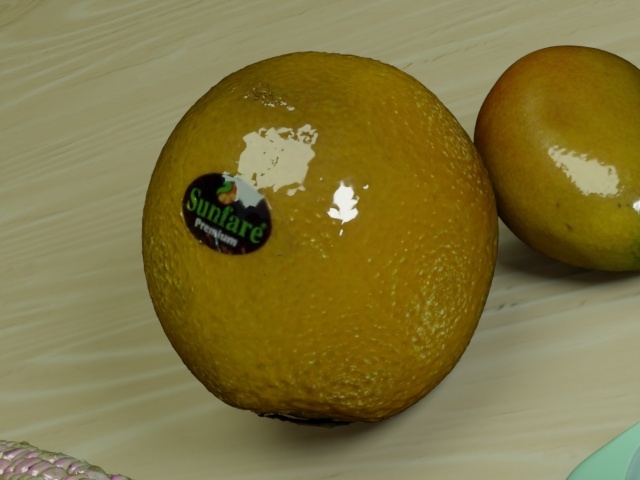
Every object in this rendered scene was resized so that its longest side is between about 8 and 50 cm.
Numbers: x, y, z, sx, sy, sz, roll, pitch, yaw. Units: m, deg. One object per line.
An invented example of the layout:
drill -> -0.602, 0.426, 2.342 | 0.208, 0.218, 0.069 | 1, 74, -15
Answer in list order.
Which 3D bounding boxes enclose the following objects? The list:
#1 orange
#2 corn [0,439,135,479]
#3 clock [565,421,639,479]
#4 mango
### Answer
orange -> 0.000, 0.000, 1.220 | 0.274, 0.274, 0.274 | -24, 33, 17
corn -> -0.178, 0.215, 1.230 | 0.126, 0.127, 0.335 | -47, 33, -20
clock -> 0.243, 0.152, 0.988 | 0.188, 0.060, 0.148 | -33, 31, 1
mango -> 0.194, -0.057, 1.252 | 0.151, 0.120, 0.221 | -20, 42, 6
